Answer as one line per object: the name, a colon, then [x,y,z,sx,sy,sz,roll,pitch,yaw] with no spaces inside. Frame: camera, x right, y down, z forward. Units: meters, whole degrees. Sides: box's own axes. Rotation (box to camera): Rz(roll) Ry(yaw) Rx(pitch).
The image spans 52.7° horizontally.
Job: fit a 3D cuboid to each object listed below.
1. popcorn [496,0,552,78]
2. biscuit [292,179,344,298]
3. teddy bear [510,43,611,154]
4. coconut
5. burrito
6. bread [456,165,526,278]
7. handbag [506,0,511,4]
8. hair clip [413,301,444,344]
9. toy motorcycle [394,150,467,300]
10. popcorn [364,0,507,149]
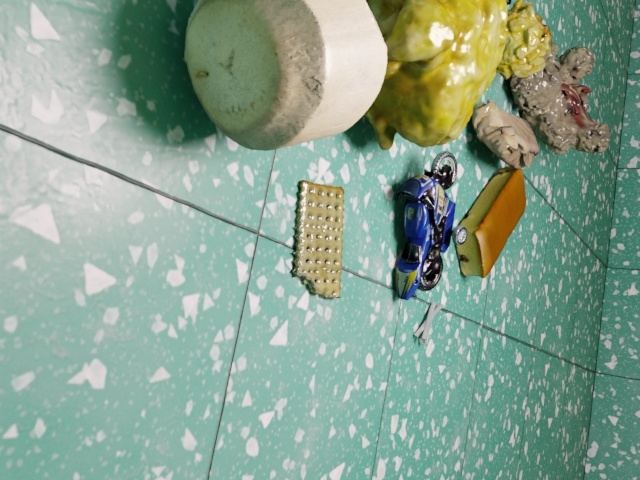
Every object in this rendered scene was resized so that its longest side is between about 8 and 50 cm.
popcorn: [0.503,-0.515,1.649,0.185,0.167,0.187,-58,149,-38]
biscuit: [-0.001,0.000,1.123,0.144,0.016,0.203,6,87,-55]
teddy bear: [0.682,-0.432,1.896,0.367,0.224,0.357,12,69,-52]
coconut: [-0.038,-0.248,0.866,0.266,0.237,0.237,-23,111,-47]
burrito: [0.497,-0.268,1.709,0.348,0.107,0.175,-2,70,-59]
bread: [0.460,-0.060,1.718,0.361,0.077,0.138,-47,128,-42]
handbag: [0.428,-0.707,1.588,0.260,0.113,0.162,30,78,-54]
hair clip: [0.250,0.189,1.486,0.115,0.030,0.039,-55,153,-34]
toy motorcycle: [0.218,-0.032,1.356,0.169,0.113,0.315,-3,104,-44]
popcorn: [0.198,-0.325,1.143,0.292,0.294,0.334,-99,165,-45]
